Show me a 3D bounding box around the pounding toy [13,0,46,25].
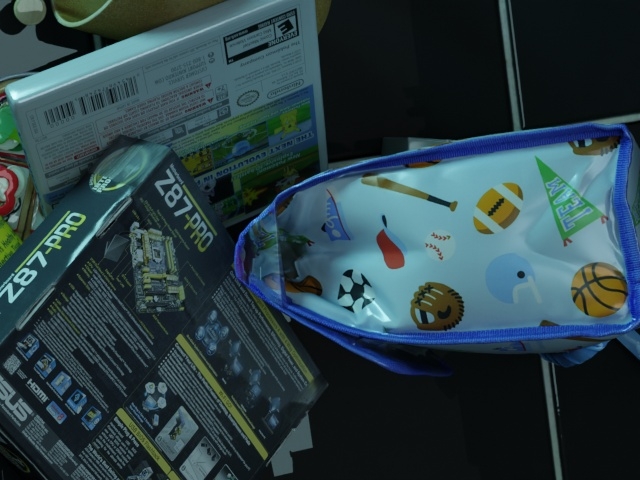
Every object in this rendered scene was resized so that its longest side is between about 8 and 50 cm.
[{"bbox_3d":[-0.358,-0.314,1.491,0.181,0.094,0.206,-33,104,-9],"label":"pounding toy"}]

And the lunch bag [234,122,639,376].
[{"bbox_3d":[0.138,0.019,1.439,0.385,0.328,0.239,-4,85,14],"label":"lunch bag"}]

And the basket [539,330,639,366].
[{"bbox_3d":[0.346,0.074,1.675,0.201,0.255,0.289,-44,96,-4],"label":"basket"}]

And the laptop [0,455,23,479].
[{"bbox_3d":[-0.236,0.275,1.556,0.136,0.264,0.234,-3,95,19],"label":"laptop"}]

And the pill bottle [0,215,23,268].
[{"bbox_3d":[-0.434,-0.011,1.443,0.188,0.188,0.334,-40,105,-11],"label":"pill bottle"}]

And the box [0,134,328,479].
[{"bbox_3d":[-0.183,0.140,1.470,0.318,0.097,0.395,-51,133,-22],"label":"box"}]

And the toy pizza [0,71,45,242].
[{"bbox_3d":[-0.312,-0.085,1.559,0.201,0.032,0.201,-1,95,-18],"label":"toy pizza"}]

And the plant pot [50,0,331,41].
[{"bbox_3d":[-0.122,-0.292,1.526,0.254,0.237,0.237,22,87,-35],"label":"plant pot"}]

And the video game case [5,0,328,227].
[{"bbox_3d":[-0.148,-0.109,1.516,0.329,0.036,0.300,-24,142,-16],"label":"video game case"}]

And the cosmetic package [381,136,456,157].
[{"bbox_3d":[0.134,-0.003,1.679,0.127,0.107,0.238,6,90,-17],"label":"cosmetic package"}]
